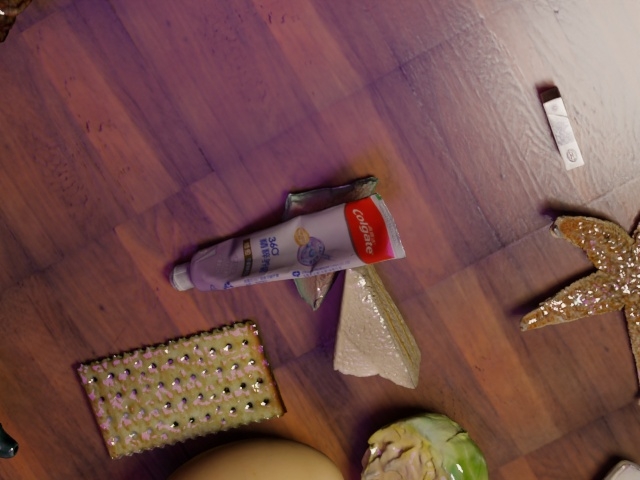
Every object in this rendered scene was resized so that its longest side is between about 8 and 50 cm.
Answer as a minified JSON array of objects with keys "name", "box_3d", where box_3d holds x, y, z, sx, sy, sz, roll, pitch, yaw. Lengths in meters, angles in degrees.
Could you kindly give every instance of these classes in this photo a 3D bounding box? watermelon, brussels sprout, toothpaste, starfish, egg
[{"name":"watermelon","box_3d":[0.000,0.001,1.671,0.101,0.080,0.155,13,118,2]},{"name":"brussels sprout","box_3d":[0.132,0.277,1.728,0.151,0.122,0.149,20,106,34]},{"name":"toothpaste","box_3d":[-0.046,0.014,1.643,0.301,0.048,0.075,-15,76,29]},{"name":"starfish","box_3d":[0.347,0.055,1.682,0.231,0.048,0.295,0,110,-8]},{"name":"egg","box_3d":[-0.083,0.335,1.715,0.244,0.201,0.201,-31,104,0]}]

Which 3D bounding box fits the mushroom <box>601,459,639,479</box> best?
[{"name":"mushroom","box_3d":[0.339,0.359,1.767,0.084,0.071,0.209,26,105,3]}]

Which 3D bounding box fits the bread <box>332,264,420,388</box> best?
[{"name":"bread","box_3d":[0.074,0.086,1.678,0.105,0.077,0.152,9,120,4]}]

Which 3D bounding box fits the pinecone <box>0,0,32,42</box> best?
[{"name":"pinecone","box_3d":[-0.421,-0.314,1.497,0.296,0.242,0.298,-45,80,16]}]

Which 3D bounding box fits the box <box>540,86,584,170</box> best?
[{"name":"box","box_3d":[0.273,-0.126,1.622,0.024,0.054,0.083,-19,106,13]}]

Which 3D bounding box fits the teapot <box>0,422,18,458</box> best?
[{"name":"teapot","box_3d":[-0.483,0.218,1.730,0.269,0.173,0.183,5,142,25]}]

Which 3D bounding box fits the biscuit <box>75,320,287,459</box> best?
[{"name":"biscuit","box_3d":[-0.170,0.182,1.763,0.231,0.016,0.139,-16,107,8]}]
